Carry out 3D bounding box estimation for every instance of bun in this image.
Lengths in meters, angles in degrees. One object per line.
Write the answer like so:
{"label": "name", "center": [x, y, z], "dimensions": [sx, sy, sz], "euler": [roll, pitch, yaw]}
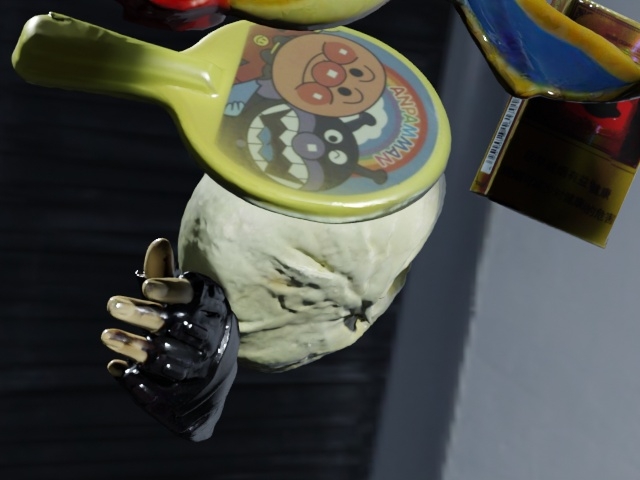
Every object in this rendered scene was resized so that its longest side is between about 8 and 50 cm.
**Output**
{"label": "bun", "center": [0.000, 0.000, 1.877], "dimensions": [0.213, 0.361, 0.361], "euler": [45, 122, 22]}

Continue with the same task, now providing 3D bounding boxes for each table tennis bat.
{"label": "table tennis bat", "center": [-0.070, -0.122, 1.395], "dimensions": [0.054, 0.369, 0.224], "euler": [107, 177, -48]}

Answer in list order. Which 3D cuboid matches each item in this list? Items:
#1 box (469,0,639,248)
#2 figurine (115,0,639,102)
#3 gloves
{"label": "box", "center": [0.283, -0.129, 1.839], "dimensions": [0.071, 0.159, 0.240], "euler": [-146, 80, -79]}
{"label": "figurine", "center": [0.003, -0.260, 0.931], "dimensions": [0.387, 0.401, 0.268], "euler": [-111, 31, -58]}
{"label": "gloves", "center": [-0.135, 0.089, 1.552], "dimensions": [0.203, 0.124, 0.164], "euler": [96, 168, -69]}
